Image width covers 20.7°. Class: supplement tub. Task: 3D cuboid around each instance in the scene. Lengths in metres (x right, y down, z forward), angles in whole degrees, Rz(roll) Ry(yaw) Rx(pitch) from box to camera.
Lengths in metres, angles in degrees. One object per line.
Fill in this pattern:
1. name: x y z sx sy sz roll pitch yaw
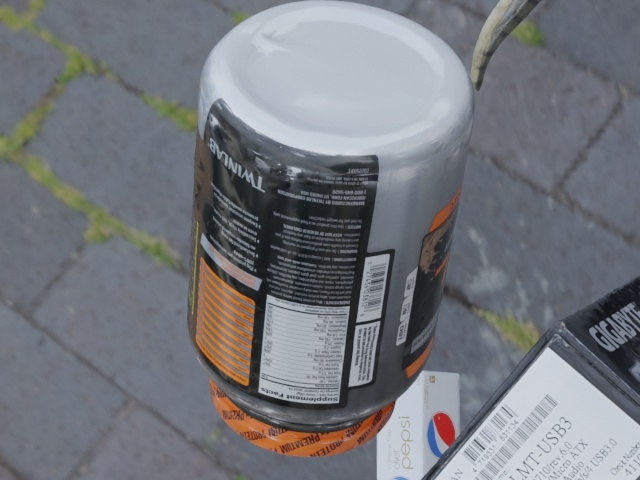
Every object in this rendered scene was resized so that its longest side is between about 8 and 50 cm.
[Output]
1. supplement tub: 0.000 0.000 1.382 0.207 0.338 0.207 4 42 -4

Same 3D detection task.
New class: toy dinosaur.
1. toy dinosaur: 0.197 -0.275 1.658 0.118 0.064 0.268 41 106 -6

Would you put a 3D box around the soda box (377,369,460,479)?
1. soda box: 0.110 0.255 1.967 0.069 0.074 0.216 -5 81 41

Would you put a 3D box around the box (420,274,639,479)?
1. box: 0.071 0.144 0.804 0.073 0.295 0.293 44 109 11
